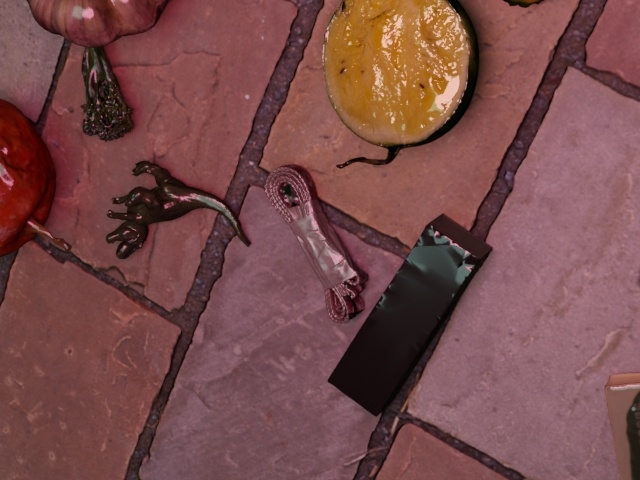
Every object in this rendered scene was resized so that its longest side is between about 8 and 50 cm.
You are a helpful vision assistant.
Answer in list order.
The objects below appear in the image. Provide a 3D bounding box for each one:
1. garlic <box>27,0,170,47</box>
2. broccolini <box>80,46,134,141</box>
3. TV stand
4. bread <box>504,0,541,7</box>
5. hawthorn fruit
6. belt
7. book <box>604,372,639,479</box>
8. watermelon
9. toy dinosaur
[{"bbox_3d":[-0.293,-0.369,1.536,0.244,0.160,0.245,-2,70,6],"label":"garlic"},{"bbox_3d":[-0.311,-0.244,1.628,0.091,0.068,0.203,-2,92,51],"label":"broccolini"},{"bbox_3d":[0.118,0.100,1.512,0.088,0.082,0.270,35,111,13],"label":"TV stand"},{"bbox_3d":[0.232,-0.386,1.293,0.174,0.251,0.133,-28,69,26],"label":"bread"},{"bbox_3d":[-0.473,-0.065,1.634,0.271,0.242,0.242,42,113,-1],"label":"hawthorn fruit"},{"bbox_3d":[0.000,0.000,1.552,0.071,0.053,0.232,-27,90,23],"label":"belt"},{"bbox_3d":[0.559,0.277,1.397,0.370,0.043,0.260,-9,98,23],"label":"book"},{"bbox_3d":[0.111,-0.217,1.419,0.204,0.127,0.232,-5,96,31],"label":"watermelon"},{"bbox_3d":[-0.214,-0.031,1.651,0.179,0.087,0.187,32,135,-26],"label":"toy dinosaur"}]
